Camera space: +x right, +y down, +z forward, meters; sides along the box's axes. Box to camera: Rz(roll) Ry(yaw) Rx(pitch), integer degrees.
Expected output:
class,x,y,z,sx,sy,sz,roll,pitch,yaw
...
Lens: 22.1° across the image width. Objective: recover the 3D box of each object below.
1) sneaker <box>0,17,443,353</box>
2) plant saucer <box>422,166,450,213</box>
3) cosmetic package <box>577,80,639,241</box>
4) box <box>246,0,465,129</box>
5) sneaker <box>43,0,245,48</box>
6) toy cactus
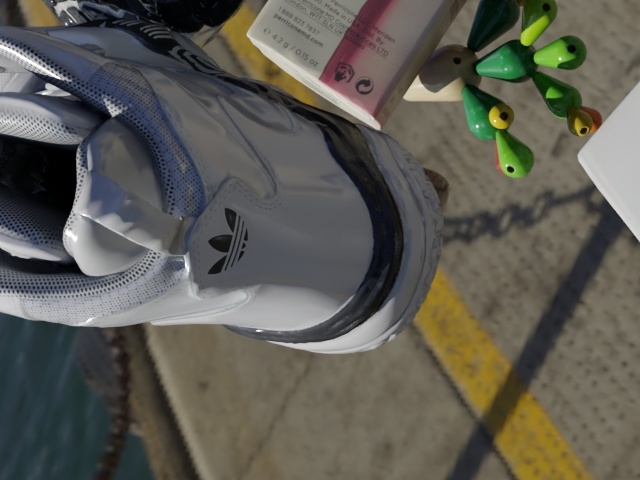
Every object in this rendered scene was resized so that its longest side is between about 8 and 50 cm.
class,x,y,z,sx,sy,sz,roll,pitch,yaw
sneaker,-0.129,-0.049,0.817,0.366,0.210,0.137,23,99,42
plant saucer,0.000,0.000,1.829,0.310,0.310,0.050,-34,64,48
cosmetic package,0.422,-0.141,1.122,0.453,0.230,0.161,-50,32,17
box,0.059,-0.222,1.347,0.232,0.127,0.148,-56,-4,3
sneaker,-0.076,-0.167,0.975,0.121,0.111,0.300,-44,12,-24
toy cactus,0.154,-0.152,1.410,0.180,0.112,0.219,-7,76,37
